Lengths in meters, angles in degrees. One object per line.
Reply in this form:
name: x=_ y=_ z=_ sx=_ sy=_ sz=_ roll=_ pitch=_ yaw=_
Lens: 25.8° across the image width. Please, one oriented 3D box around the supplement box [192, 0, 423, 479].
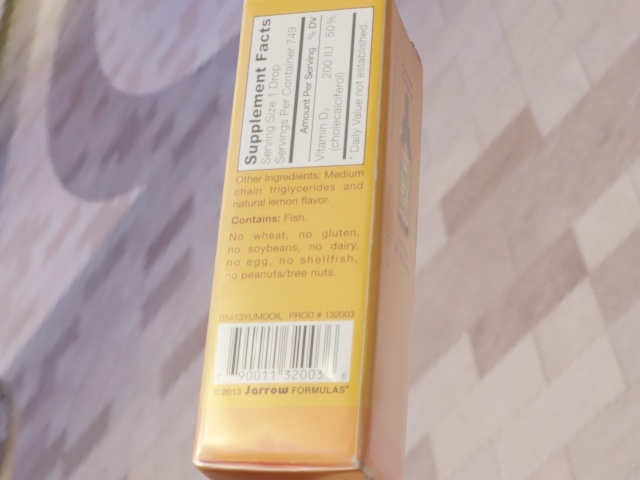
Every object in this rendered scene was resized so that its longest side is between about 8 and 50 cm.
supplement box: x=0.000 y=0.000 z=0.630 sx=0.080 sy=0.078 sz=0.233 roll=-1 pitch=65 yaw=16
